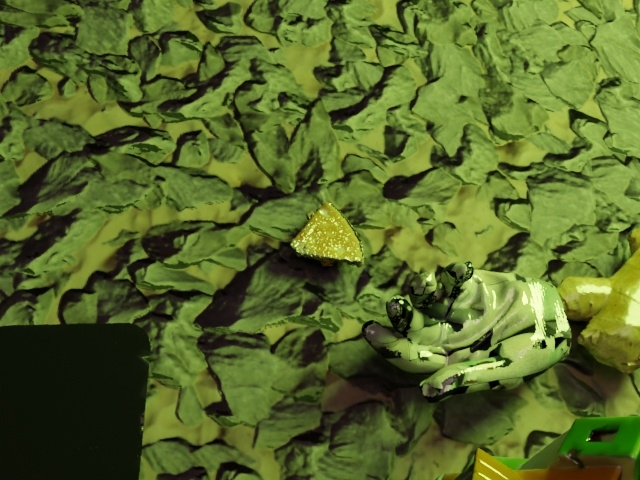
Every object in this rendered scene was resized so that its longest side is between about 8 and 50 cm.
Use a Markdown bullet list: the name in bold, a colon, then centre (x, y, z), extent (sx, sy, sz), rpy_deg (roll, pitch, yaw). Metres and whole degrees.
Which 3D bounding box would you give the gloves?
- **gloves**: centre (0.132, 0.085, 0.954), extent (0.212, 0.111, 0.127), rpy_deg (0, 86, -17)

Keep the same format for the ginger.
- **ginger**: centre (0.367, 0.033, 1.062), extent (0.299, 0.065, 0.118), rpy_deg (-31, 76, -29)

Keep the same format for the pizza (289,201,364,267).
- **pizza**: centre (0.000, 0.000, 1.013), extent (0.078, 0.025, 0.083), rpy_deg (-12, 58, -25)

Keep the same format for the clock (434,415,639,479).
- **clock**: centre (0.139, 0.262, 0.734), extent (0.166, 0.309, 0.235), rpy_deg (34, 59, 7)

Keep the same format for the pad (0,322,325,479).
- **pad**: centre (-0.149, 0.193, 0.851), extent (0.323, 0.055, 0.250), rpy_deg (7, 60, -10)
